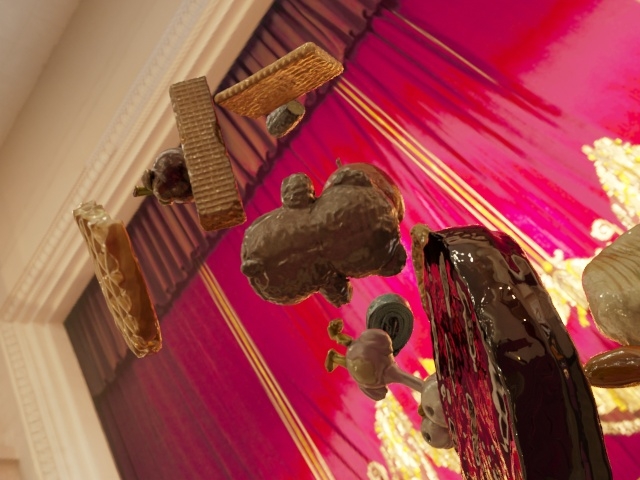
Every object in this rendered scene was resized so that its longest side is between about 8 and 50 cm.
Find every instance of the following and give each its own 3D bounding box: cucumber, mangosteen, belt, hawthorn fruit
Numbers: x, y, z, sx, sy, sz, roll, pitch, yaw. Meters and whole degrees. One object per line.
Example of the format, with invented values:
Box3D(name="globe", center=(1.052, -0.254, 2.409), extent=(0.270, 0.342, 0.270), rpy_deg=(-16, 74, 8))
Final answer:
Box3D(name="cucumber", center=(-0.083, -0.287, 1.365), extent=(0.064, 0.064, 0.112), rpy_deg=(-13, -9, -33))
Box3D(name="mangosteen", center=(-0.377, -0.145, 1.488), extent=(0.181, 0.146, 0.156), rpy_deg=(-48, 8, 1))
Box3D(name="belt", center=(0.200, 0.237, 1.700), extent=(0.148, 0.082, 0.163), rpy_deg=(30, -74, -11))
Box3D(name="hawthorn fruit", center=(0.088, -0.105, 1.377), extent=(0.197, 0.225, 0.196), rpy_deg=(-26, -19, -9))

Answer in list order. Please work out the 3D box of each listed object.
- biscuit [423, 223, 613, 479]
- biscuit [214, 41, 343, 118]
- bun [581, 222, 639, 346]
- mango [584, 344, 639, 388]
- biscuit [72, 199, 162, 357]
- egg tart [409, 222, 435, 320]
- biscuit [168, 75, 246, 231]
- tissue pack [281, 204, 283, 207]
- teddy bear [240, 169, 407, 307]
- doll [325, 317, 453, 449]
Box3D(name="biscuit", center=(0.197, 0.180, 0.619), extent=(0.091, 0.407, 0.407), rpy_deg=(-11, -38, 0))
Box3D(name="biscuit", center=(-0.086, -0.331, 1.223), extent=(0.250, 0.030, 0.160), rpy_deg=(-23, -12, 25))
Box3D(name="bun", center=(0.707, 0.087, 1.130), extent=(0.365, 0.365, 0.219), rpy_deg=(-34, -78, -6))
Box3D(name="mango", center=(0.465, 0.195, 0.896), extent=(0.127, 0.063, 0.077), rpy_deg=(-14, -16, 17))
Box3D(name="biscuit", center=(-0.256, 0.049, 0.731), extent=(0.040, 0.309, 0.204), rpy_deg=(-22, -73, -22))
Box3D(name="egg tart", center=(0.312, 0.083, 1.524), extent=(0.116, 0.290, 0.290), rpy_deg=(-11, -37, 1))
Box3D(name="biscuit", center=(-0.239, -0.184, 1.202), extent=(0.094, 0.378, 0.054), rpy_deg=(-16, -30, -8))
Box3D(name="tissue pack", center=(-0.082, -0.030, 1.725), extent=(0.112, 0.051, 0.156), rpy_deg=(-54, -40, 3))
Box3D(name="teddy bear", center=(-0.001, 0.001, 0.955), extent=(0.267, 0.235, 0.151), rpy_deg=(-26, 5, 7))
Box3D(name="doll", center=(0.156, 0.262, 1.063), extent=(0.094, 0.365, 0.160), rpy_deg=(-18, -57, -38))
